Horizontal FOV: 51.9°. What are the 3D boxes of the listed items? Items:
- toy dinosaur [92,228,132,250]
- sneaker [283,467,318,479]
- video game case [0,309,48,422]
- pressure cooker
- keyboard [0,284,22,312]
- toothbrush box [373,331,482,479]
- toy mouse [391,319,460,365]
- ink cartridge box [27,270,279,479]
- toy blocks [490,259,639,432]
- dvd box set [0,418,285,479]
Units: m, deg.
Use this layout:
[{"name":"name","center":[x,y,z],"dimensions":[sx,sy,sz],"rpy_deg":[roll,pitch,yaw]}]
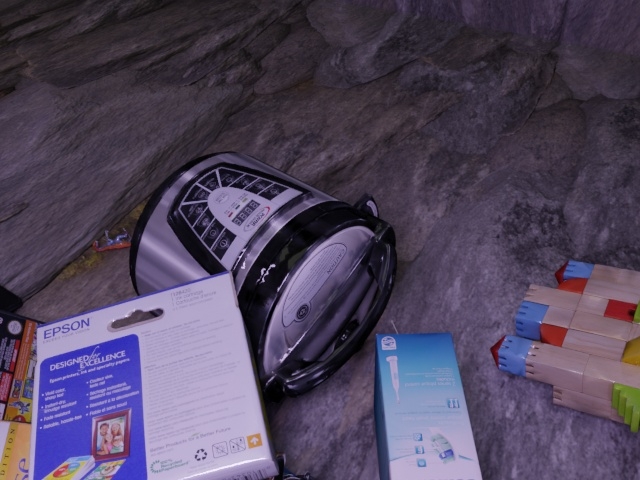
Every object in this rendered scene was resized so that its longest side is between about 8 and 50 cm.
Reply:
[{"name":"toy dinosaur","center":[-0.478,0.006,1.515],"dimensions":[0.082,0.047,0.090],"rpy_deg":[-39,61,-12]},{"name":"sneaker","center":[-0.055,0.382,0.978],"dimensions":[0.330,0.147,0.130],"rpy_deg":[23,47,27]},{"name":"video game case","center":[-0.512,0.245,1.134],"dimensions":[0.248,0.035,0.275],"rpy_deg":[24,31,-29]},{"name":"pressure cooker","center":[-0.080,0.063,1.185],"dimensions":[0.420,0.370,0.375],"rpy_deg":[29,23,30]},{"name":"keyboard","center":[-0.716,0.105,1.242],"dimensions":[0.201,0.033,0.317],"rpy_deg":[34,6,-3]},{"name":"toothbrush box","center":[0.151,0.318,0.991],"dimensions":[0.126,0.216,0.296],"rpy_deg":[-1,40,1]},{"name":"toy mouse","center":[0.190,0.228,1.235],"dimensions":[0.143,0.031,0.161],"rpy_deg":[8,42,12]},{"name":"ink cartridge box","center":[-0.236,0.212,0.902],"dimensions":[0.303,0.072,0.307],"rpy_deg":[-16,46,-3]},{"name":"toy blocks","center":[0.482,0.167,1.210],"dimensions":[0.260,0.191,0.381],"rpy_deg":[11,42,32]},{"name":"dvd box set","center":[-0.271,0.417,0.880],"dimensions":[0.420,0.062,0.308],"rpy_deg":[4,73,12]}]
